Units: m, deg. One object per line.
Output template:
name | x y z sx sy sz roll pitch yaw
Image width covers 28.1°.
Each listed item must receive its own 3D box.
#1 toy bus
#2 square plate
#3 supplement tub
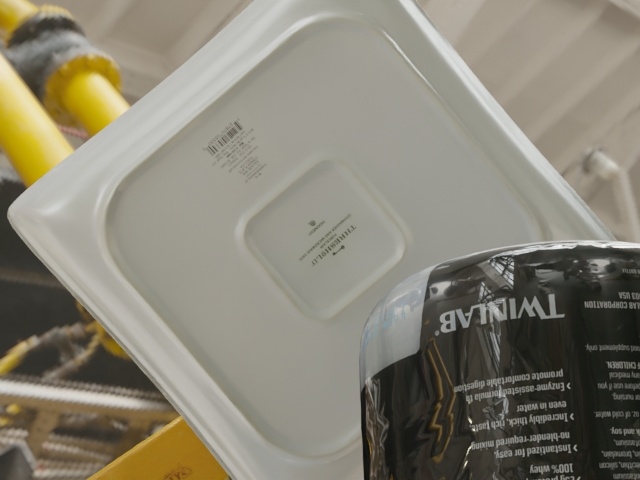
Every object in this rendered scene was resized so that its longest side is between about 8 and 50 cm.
toy bus | -0.134 0.252 1.320 0.333 0.108 0.130 -34 -23 -7
square plate | 0.000 0.000 0.960 0.347 0.344 0.049 -40 5 1
supplement tub | 0.126 0.187 0.625 0.207 0.338 0.207 -1 -25 0
